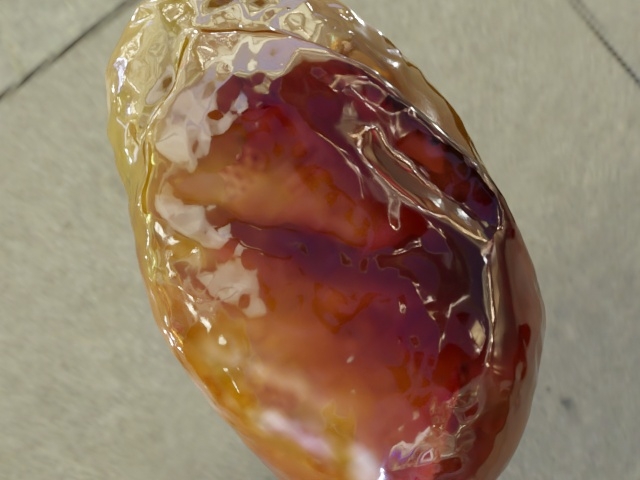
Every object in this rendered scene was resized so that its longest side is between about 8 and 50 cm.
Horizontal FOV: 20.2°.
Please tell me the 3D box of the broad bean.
[{"bbox_3d":[-0.003,0.002,0.696,0.156,0.122,0.228,-32,89,-33],"label":"broad bean"}]
